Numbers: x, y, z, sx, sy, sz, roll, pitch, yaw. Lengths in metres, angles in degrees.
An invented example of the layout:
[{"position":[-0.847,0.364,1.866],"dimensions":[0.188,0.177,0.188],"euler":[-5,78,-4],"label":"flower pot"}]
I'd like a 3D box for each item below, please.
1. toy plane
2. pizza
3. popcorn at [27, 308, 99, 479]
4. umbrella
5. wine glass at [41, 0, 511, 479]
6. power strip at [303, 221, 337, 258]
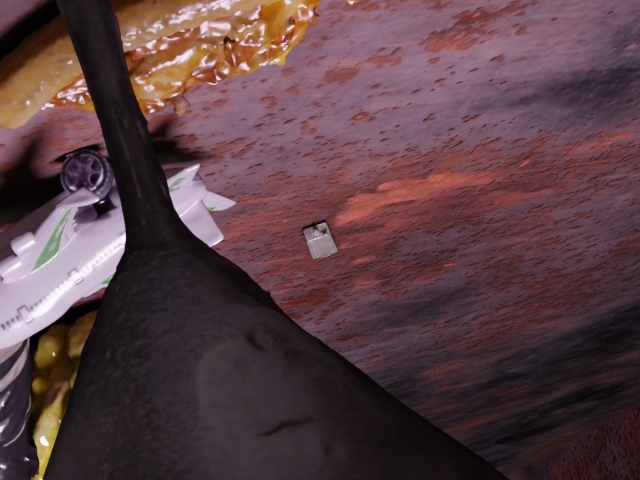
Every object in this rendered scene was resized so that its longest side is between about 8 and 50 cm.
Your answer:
[{"position":[-0.195,0.006,1.211],"dimensions":[0.255,0.101,0.251],"euler":[-26,163,3],"label":"toy plane"},{"position":[-0.088,-0.131,0.993],"dimensions":[0.271,0.056,0.134],"euler":[-17,155,-4],"label":"pizza"},{"position":[-0.212,0.177,1.567],"dimensions":[0.212,0.259,0.259],"euler":[1,156,-22],"label":"popcorn"},{"position":[-0.306,0.158,1.377],"dimensions":[0.113,0.106,0.358],"euler":[-28,140,-34],"label":"umbrella"},{"position":[-0.086,-0.012,0.767],"dimensions":[0.267,0.406,0.267],"euler":[-17,164,-5],"label":"wine glass"},{"position":[0.000,0.000,1.555],"dimensions":[0.027,0.017,0.083],"euler":[-20,163,0],"label":"power strip"}]
